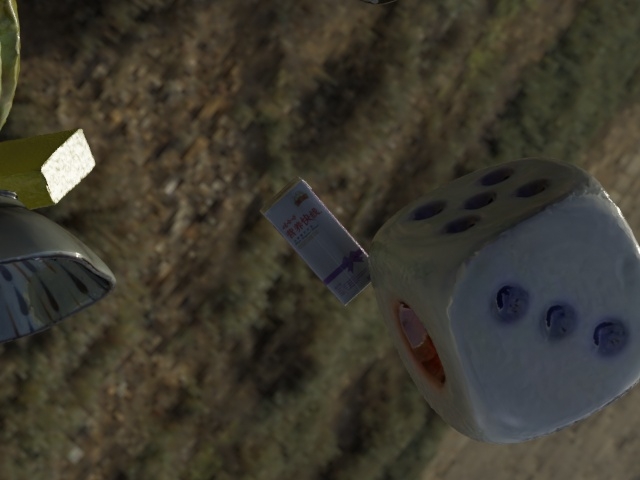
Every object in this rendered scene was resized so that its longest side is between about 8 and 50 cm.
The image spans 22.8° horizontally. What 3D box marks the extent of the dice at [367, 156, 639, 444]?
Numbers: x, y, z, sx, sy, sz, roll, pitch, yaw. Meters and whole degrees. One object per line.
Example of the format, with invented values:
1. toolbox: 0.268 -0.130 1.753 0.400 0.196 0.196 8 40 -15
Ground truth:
1. dice: 0.164 0.049 1.370 0.192 0.194 0.193 -25 106 -14

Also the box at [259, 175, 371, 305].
1. box: 0.000 0.000 1.449 0.050 0.117 0.036 -40 -168 -4

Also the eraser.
1. eraser: -0.288 -0.061 1.499 0.097 0.122 0.045 -60 137 -59

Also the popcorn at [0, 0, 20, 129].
1. popcorn: -0.331 -0.136 1.231 0.221 0.183 0.204 -48 -170 -35

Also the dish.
1. dish: -0.229 0.015 1.010 0.191 0.066 0.190 -13 163 -4

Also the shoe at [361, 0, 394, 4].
1. shoe: 0.011 -0.287 1.109 0.103 0.274 0.098 7 157 -35
